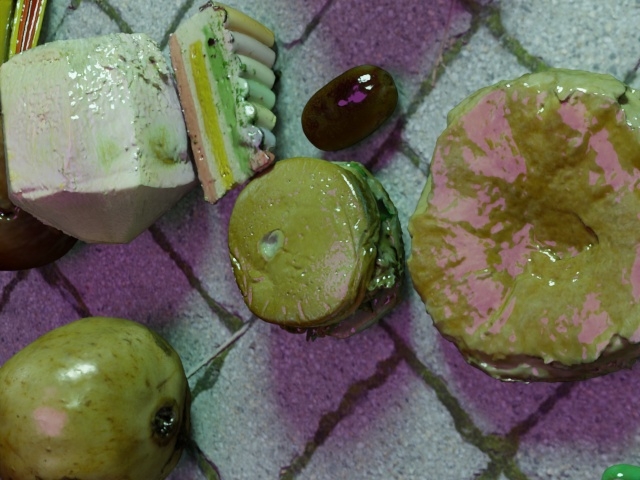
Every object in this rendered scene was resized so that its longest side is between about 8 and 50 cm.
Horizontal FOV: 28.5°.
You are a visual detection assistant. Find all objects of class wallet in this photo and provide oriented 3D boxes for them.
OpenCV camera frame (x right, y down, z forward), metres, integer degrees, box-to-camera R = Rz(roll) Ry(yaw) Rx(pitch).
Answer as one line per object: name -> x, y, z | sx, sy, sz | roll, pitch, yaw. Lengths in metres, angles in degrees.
wallet -> -0.436, -0.286, 1.694 | 0.141, 0.067, 0.241 | -4, 74, 42

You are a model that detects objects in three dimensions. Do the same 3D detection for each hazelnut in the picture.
hazelnut -> -0.411, -0.061, 1.660 | 0.181, 0.181, 0.212 | 17, 119, 48

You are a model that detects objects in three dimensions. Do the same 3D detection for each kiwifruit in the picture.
kiwifruit -> 0.032, -0.147, 1.409 | 0.124, 0.075, 0.075 | -36, 74, 29

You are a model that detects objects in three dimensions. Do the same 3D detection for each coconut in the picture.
coconut -> -0.265, -0.115, 1.526 | 0.233, 0.233, 0.245 | -14, 84, 35

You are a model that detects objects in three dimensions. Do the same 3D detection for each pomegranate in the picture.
pomegranate -> -0.285, 0.214, 1.551 | 0.260, 0.260, 0.260 | 3, 96, 35

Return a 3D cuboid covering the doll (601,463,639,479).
doll -> 0.406, 0.267, 1.126 | 0.363, 0.160, 0.183 | -16, 85, 33

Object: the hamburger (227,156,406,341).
hamburger -> 0.000, 0.000, 1.415 | 0.189, 0.122, 0.215 | -35, 69, 29

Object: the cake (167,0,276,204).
cake -> -0.098, -0.159, 1.471 | 0.109, 0.090, 0.225 | -27, 68, 35

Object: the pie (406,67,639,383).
pie -> 0.229, -0.012, 1.275 | 0.339, 0.083, 0.339 | 3, 94, 37
